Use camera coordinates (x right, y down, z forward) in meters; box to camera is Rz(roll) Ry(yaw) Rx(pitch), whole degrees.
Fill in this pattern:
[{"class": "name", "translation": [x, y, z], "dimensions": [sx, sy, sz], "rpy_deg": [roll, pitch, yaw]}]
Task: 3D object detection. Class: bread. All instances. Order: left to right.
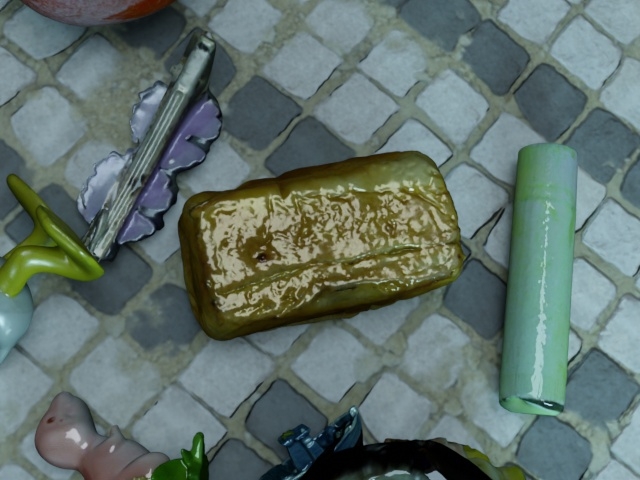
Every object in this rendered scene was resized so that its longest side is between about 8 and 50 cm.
[{"class": "bread", "translation": [0.000, 0.000, 1.248], "dimensions": [0.294, 0.132, 0.167], "rpy_deg": [-12, 77, -12]}]

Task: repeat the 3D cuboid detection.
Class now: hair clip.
[{"class": "hair clip", "translation": [-0.179, -0.101, 1.283], "dimensions": [0.106, 0.084, 0.292], "rpy_deg": [28, 77, -5]}]

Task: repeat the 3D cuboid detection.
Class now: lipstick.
[{"class": "lipstick", "translation": [0.244, 0.043, 1.302], "dimensions": [0.076, 0.076, 0.304], "rpy_deg": [8, 74, -6]}]

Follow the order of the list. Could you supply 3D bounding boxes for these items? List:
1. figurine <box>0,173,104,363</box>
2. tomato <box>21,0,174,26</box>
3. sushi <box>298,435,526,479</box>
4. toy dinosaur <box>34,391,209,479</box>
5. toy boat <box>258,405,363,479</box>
[{"class": "figurine", "translation": [-0.429, 0.050, 1.148], "dimensions": [0.283, 0.204, 0.338], "rpy_deg": [44, 85, -21]}, {"class": "tomato", "translation": [-0.247, -0.366, 1.266], "dimensions": [0.270, 0.227, 0.270], "rpy_deg": [-1, 92, -18]}, {"class": "sushi", "translation": [0.086, 0.354, 1.102], "dimensions": [0.328, 0.285, 0.329], "rpy_deg": [42, 94, 10]}, {"class": "toy dinosaur", "translation": [-0.202, 0.238, 1.152], "dimensions": [0.177, 0.152, 0.194], "rpy_deg": [0, 68, 0]}, {"class": "toy boat", "translation": [-0.013, 0.222, 1.220], "dimensions": [0.137, 0.060, 0.061], "rpy_deg": [-31, 102, -12]}]
